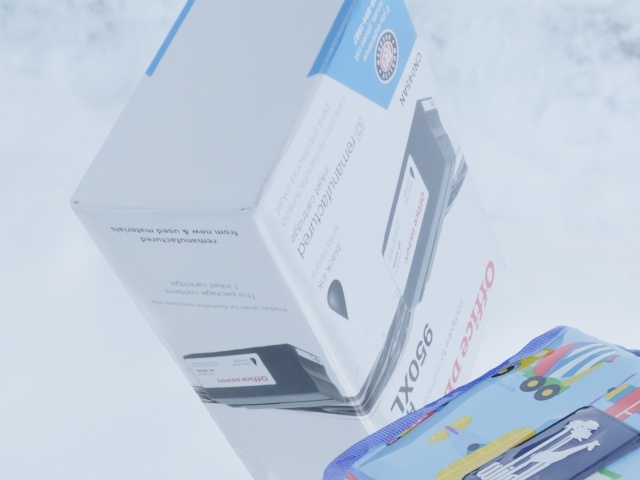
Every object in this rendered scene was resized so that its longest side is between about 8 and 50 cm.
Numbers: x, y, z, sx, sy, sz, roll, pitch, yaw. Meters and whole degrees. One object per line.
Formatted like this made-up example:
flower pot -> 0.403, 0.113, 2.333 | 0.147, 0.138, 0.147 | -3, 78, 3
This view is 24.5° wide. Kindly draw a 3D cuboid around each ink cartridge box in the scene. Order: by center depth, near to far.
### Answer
ink cartridge box -> 0.000, 0.000, 1.220 | 0.166, 0.285, 0.395 | 3, 141, 28

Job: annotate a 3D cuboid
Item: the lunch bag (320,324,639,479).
lunch bag -> 0.072, 0.146, 0.551 | 0.293, 0.221, 0.138 | -40, 107, -12
